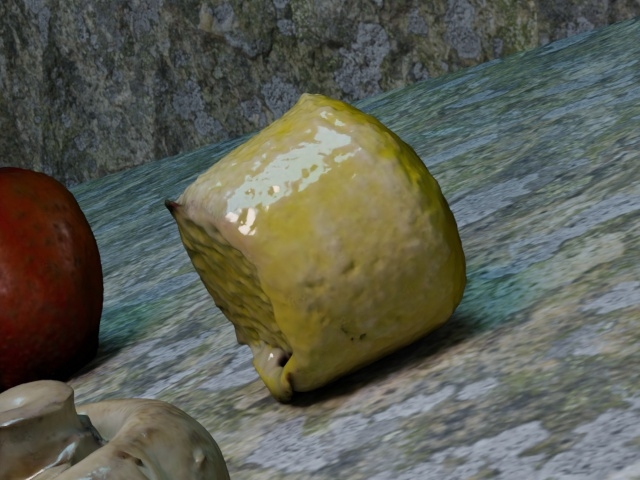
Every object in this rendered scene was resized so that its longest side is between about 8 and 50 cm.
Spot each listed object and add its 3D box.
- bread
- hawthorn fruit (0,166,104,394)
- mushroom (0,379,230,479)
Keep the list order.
[{"bbox_3d":[0.004,0.001,0.993,0.170,0.197,0.197,-31,12,-15],"label":"bread"},{"bbox_3d":[-0.295,0.024,1.330,0.215,0.250,0.215,-6,-11,-1],"label":"hawthorn fruit"},{"bbox_3d":[-0.123,0.130,0.702,0.166,0.127,0.166,-16,16,5],"label":"mushroom"}]
